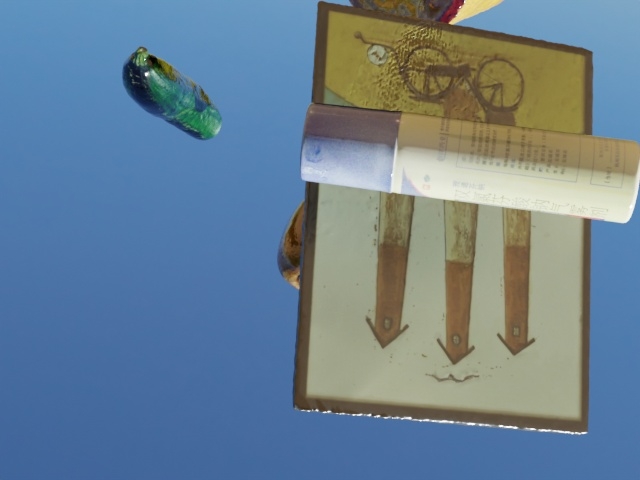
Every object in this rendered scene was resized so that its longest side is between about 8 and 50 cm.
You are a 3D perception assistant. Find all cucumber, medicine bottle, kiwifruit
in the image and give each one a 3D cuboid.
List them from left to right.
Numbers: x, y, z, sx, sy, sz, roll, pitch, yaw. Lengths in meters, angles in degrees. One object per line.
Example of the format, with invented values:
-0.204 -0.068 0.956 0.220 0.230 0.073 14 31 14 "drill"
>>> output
-0.145 -0.139 1.200 0.056 0.056 0.284 18 177 10 "cucumber"
0.000 0.000 1.215 0.075 0.075 0.124 16 -131 5 "kiwifruit"
0.103 -0.055 0.865 0.230 0.059 0.059 8 -160 5 "medicine bottle"

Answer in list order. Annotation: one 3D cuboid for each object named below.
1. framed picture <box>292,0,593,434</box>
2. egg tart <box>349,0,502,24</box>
0.104 -0.018 0.974 0.244 0.324 0.013 7 166 -15 "framed picture"
0.122 -0.325 1.313 0.170 0.215 0.215 -17 -144 -42 "egg tart"
